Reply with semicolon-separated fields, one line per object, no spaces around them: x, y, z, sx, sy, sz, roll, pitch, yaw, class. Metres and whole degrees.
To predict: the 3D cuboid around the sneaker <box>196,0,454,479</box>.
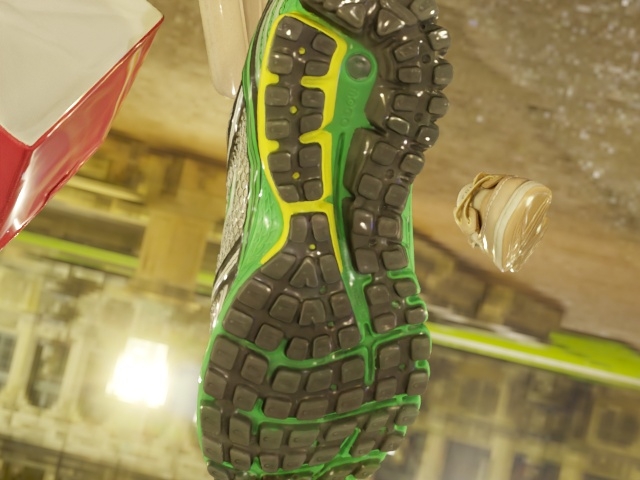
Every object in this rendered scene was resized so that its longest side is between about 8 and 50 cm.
0.000;0.000;0.857;0.134;0.343;0.146;8;-167;-13;sneaker

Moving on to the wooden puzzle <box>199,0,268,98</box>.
-0.075;-0.251;1.171;0.044;0.220;0.238;-4;-160;10;wooden puzzle

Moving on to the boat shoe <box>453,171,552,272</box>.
0.119;-0.016;0.961;0.059;0.063;0.170;33;176;12;boat shoe

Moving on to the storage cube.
-0.272;-0.132;1.148;0.184;0.215;0.193;38;143;-1;storage cube
